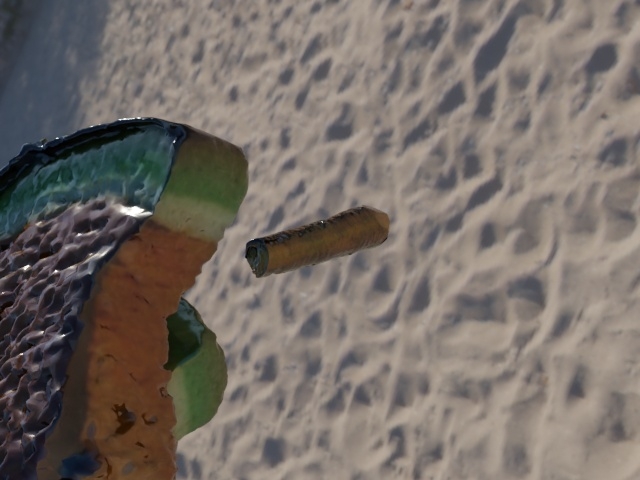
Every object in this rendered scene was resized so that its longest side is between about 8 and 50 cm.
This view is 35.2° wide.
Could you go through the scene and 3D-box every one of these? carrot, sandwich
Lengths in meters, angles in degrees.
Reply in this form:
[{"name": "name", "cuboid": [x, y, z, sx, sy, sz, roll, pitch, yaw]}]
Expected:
[{"name": "carrot", "cuboid": [0.000, 0.000, 1.434, 0.070, 0.260, 0.070, 17, 115, 42]}, {"name": "sandwich", "cuboid": [-0.130, 0.081, 0.612, 0.250, 0.162, 0.301, -22, 53, 38]}]

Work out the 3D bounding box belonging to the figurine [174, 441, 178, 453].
[{"name": "figurine", "cuboid": [-0.299, 0.198, 0.858, 0.206, 0.364, 0.218, 115, 140, -62]}]
